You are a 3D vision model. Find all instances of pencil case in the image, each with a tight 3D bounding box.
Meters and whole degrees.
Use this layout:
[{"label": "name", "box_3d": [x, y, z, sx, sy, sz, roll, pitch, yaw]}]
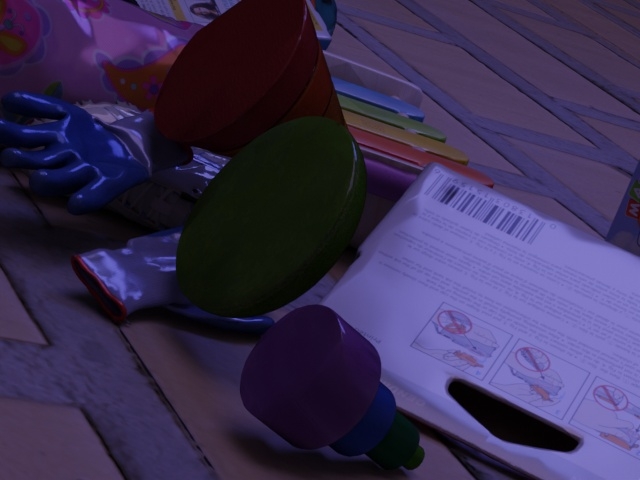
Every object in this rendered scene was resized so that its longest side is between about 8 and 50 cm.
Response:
[{"label": "pencil case", "box_3d": [-0.204, -0.116, 1.244, 0.284, 0.124, 0.124, 12, 19, -30]}]

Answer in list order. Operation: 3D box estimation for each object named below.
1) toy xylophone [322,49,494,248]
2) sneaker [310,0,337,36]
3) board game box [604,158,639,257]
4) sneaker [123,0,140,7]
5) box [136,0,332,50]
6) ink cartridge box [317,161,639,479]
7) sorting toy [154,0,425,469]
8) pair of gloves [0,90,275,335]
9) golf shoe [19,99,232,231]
[{"label": "toy xylophone", "box_3d": [0.003, -0.070, 1.426, 0.236, 0.081, 0.323, 16, 16, -18]}, {"label": "sneaker", "box_3d": [-0.050, -0.256, 1.897, 0.108, 0.121, 0.302, 27, 16, 17]}, {"label": "board game box", "box_3d": [0.346, -0.017, 1.560, 0.039, 0.160, 0.211, 3, 24, -46]}, {"label": "sneaker", "box_3d": [-0.227, -0.161, 1.385, 0.223, 0.098, 0.083, 19, -27, 37]}, {"label": "box", "box_3d": [-0.120, -0.182, 1.550, 0.244, 0.060, 0.100, 0, 48, -33]}, {"label": "ink cartridge box", "box_3d": [0.138, 0.080, 1.157, 0.275, 0.060, 0.239, 26, 40, 13]}, {"label": "sorting toy", "box_3d": [0.000, 0.000, 1.092, 0.126, 0.127, 0.365, 42, 21, -34]}, {"label": "pair of gloves", "box_3d": [-0.103, -0.018, 1.116, 0.159, 0.023, 0.198, -11, 55, -52]}, {"label": "golf shoe", "box_3d": [-0.103, -0.037, 1.209, 0.176, 0.069, 0.086, 11, 25, -31]}]
